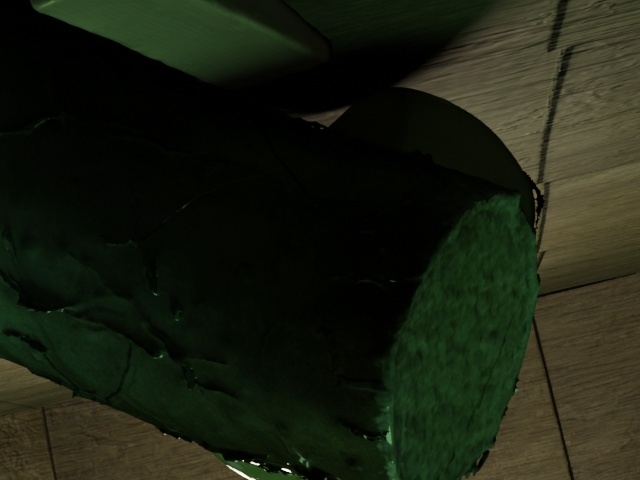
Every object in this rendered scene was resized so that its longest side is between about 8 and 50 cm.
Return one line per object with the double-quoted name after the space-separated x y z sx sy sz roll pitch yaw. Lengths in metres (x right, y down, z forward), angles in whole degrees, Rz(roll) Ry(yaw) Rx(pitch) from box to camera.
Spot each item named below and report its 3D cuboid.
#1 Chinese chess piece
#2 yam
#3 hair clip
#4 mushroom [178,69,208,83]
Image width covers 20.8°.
0.029 0.044 1.429 0.146 0.349 0.349 33 155 -15 "Chinese chess piece"
-0.050 0.012 1.036 0.348 0.241 0.241 21 -171 30 "yam"
-0.097 -0.147 0.837 0.085 0.101 0.331 -11 171 23 "hair clip"
-0.060 -0.038 1.232 0.071 0.209 0.084 -27 -176 -8 "mushroom"
